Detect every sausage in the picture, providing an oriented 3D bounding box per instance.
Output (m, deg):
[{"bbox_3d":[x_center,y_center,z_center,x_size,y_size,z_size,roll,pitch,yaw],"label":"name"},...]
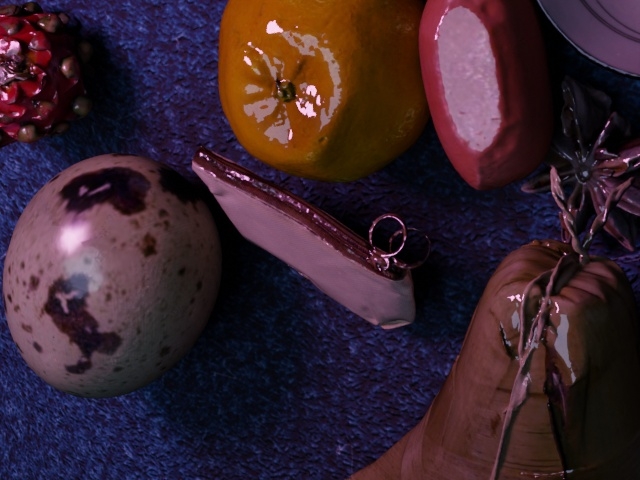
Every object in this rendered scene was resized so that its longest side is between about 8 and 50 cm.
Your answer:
[{"bbox_3d":[0.181,-0.180,1.561,0.148,0.148,0.255,-8,99,36],"label":"sausage"}]

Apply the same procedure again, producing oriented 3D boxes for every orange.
[{"bbox_3d":[0.005,-0.201,1.669,0.279,0.235,0.279,13,112,35],"label":"orange"}]

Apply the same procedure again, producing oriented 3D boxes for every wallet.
[{"bbox_3d":[-0.002,0.002,1.778,0.335,0.068,0.275,29,162,22],"label":"wallet"}]

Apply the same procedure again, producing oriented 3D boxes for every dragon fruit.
[{"bbox_3d":[-0.436,-0.226,1.984,0.272,0.198,0.218,-3,80,34],"label":"dragon fruit"}]

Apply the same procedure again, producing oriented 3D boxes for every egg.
[{"bbox_3d":[-0.282,0.053,1.935,0.287,0.287,0.379,45,140,12],"label":"egg"}]

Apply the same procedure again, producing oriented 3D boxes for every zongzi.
[{"bbox_3d":[0.157,0.162,1.667,0.466,0.218,0.500,2,124,32],"label":"zongzi"}]

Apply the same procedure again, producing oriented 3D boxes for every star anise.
[{"bbox_3d":[0.320,-0.089,1.592,0.231,0.089,0.209,4,119,39],"label":"star anise"}]

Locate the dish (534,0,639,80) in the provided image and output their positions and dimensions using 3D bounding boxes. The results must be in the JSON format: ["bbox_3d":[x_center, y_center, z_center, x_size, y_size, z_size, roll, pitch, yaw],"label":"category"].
[{"bbox_3d":[0.360,-0.323,1.468,0.316,0.106,0.317,13,116,27],"label":"dish"}]
